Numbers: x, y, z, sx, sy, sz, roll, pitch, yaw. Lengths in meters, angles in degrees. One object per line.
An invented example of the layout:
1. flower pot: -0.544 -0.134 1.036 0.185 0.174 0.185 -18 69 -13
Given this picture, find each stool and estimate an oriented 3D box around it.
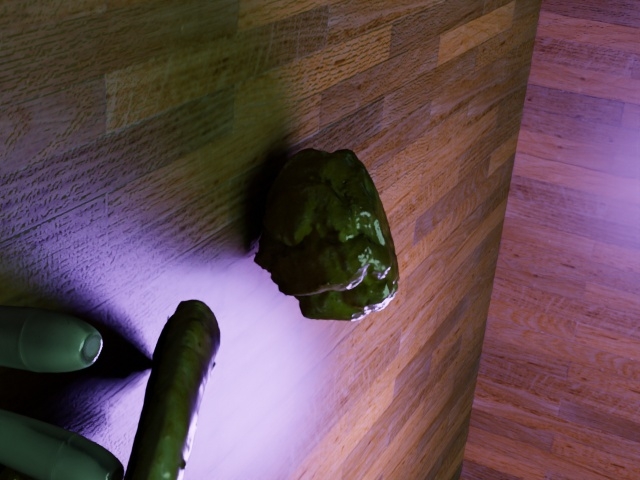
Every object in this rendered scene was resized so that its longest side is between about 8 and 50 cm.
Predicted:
1. stool: -0.281 0.144 0.753 0.195 0.198 0.195 -51 147 -48

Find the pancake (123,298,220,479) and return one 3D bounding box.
1. pancake: -0.158 0.206 0.990 0.427 0.066 0.305 139 -34 -75

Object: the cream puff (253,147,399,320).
1. cream puff: 0.016 -0.004 1.358 0.244 0.196 0.244 35 36 -31

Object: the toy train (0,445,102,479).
1. toy train: -0.285 0.271 0.970 0.219 0.089 0.127 -55 147 -37
